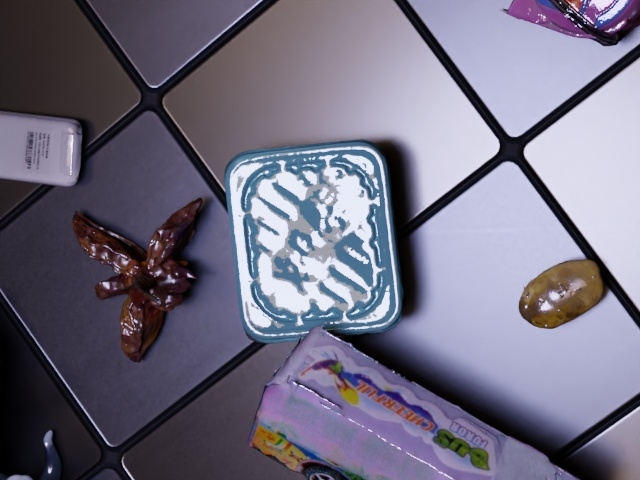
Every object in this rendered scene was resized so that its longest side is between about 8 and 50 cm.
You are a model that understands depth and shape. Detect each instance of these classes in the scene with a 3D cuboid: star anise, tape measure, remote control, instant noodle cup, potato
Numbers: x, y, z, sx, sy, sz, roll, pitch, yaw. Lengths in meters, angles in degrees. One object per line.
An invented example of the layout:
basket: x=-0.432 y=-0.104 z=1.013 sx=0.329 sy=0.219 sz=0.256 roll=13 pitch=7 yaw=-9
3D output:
star anise: x=-0.179 y=0.038 z=1.823 sx=0.141 sy=0.144 sz=0.158 roll=-15 pitch=91 yaw=26
tape measure: x=0.231 y=-0.234 z=1.705 sx=0.125 sy=0.074 sz=0.118 roll=25 pitch=107 yaw=19
remote control: x=-0.352 y=-0.099 z=1.924 sx=0.261 sy=0.029 sz=0.067 roll=7 pitch=97 yaw=19
instant noodle cup: x=0.000 y=0.000 z=1.798 sx=0.157 sy=0.070 sz=0.179 roll=-5 pitch=92 yaw=16
potato: x=0.215 y=0.048 z=1.749 sx=0.083 sy=0.040 sz=0.051 roll=-32 pitch=90 yaw=18

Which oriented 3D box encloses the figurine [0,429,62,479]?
figurine: x=-0.331 y=0.197 z=1.886 sx=0.265 sy=0.140 sz=0.193 roll=38 pitch=128 yaw=-1

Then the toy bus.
toy bus: x=0.095 y=0.201 z=1.736 sx=0.317 sy=0.112 sz=0.138 roll=28 pitch=145 yaw=11
